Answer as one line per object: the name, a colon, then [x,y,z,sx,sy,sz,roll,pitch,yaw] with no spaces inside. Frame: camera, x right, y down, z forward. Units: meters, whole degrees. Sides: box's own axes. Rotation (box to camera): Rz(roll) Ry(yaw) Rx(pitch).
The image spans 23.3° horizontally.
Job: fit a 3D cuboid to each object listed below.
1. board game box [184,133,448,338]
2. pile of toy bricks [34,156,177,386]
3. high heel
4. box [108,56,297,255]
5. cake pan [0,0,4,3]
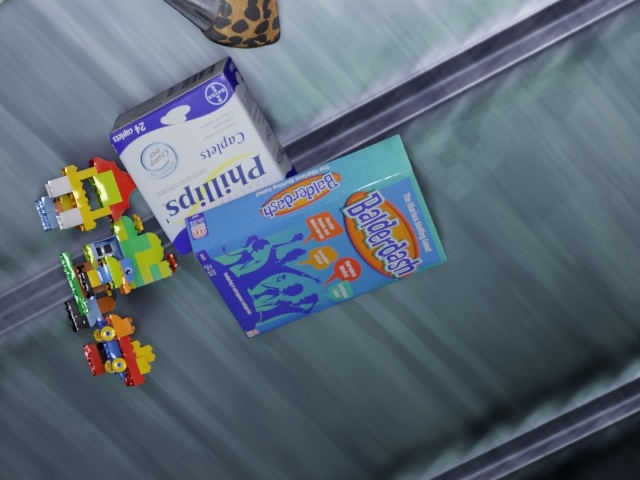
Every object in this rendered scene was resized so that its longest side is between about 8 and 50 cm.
board game box: [0.000,0.000,1.442,0.210,0.047,0.160,-22,143,4]
pile of toy bricks: [-0.189,0.027,1.481,0.105,0.118,0.212,-20,92,-23]
high heel: [-0.055,-0.307,1.384,0.186,0.093,0.261,32,94,-33]
box: [-0.108,-0.078,1.448,0.126,0.072,0.137,-28,107,9]
cake pan: [-0.373,-0.330,1.370,0.293,0.054,0.293,0,109,0]
